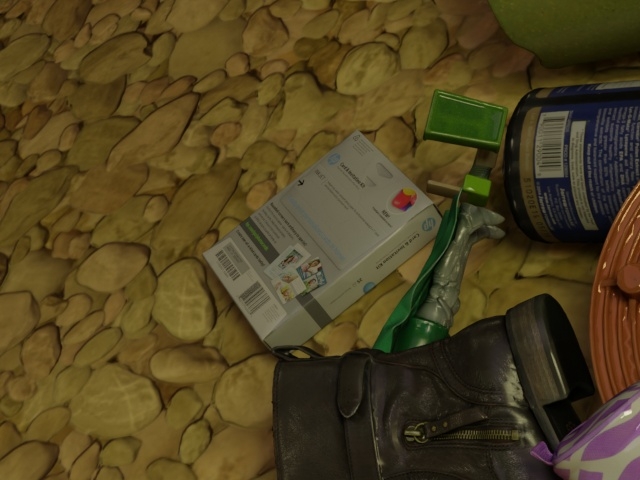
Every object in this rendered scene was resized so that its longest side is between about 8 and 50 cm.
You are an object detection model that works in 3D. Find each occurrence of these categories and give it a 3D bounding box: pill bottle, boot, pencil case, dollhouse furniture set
[{"bbox_3d":[0.256,-0.059,0.928,0.219,0.123,0.123,0,54,35],"label":"pill bottle"},{"bbox_3d":[0.078,0.171,0.839,0.229,0.091,0.263,-20,67,24],"label":"boot"},{"bbox_3d":[0.218,0.174,0.709,0.088,0.086,0.206,-42,77,26],"label":"pencil case"},{"bbox_3d":[0.110,-0.064,1.008,0.058,0.152,0.076,13,74,7],"label":"dollhouse furniture set"}]

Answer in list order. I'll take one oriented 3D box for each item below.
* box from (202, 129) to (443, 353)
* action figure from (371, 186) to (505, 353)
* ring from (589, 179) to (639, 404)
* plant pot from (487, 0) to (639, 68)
[{"bbox_3d":[0.000,0.000,1.120,0.186,0.038,0.145,-40,41,-1],"label":"box"},{"bbox_3d":[0.073,0.084,0.949,0.063,0.137,0.232,23,83,15],"label":"action figure"},{"bbox_3d":[0.331,0.045,0.764,0.336,0.032,0.337,-8,68,20],"label":"ring"},{"bbox_3d":[0.270,-0.262,1.024,0.254,0.276,0.276,-16,45,38],"label":"plant pot"}]
